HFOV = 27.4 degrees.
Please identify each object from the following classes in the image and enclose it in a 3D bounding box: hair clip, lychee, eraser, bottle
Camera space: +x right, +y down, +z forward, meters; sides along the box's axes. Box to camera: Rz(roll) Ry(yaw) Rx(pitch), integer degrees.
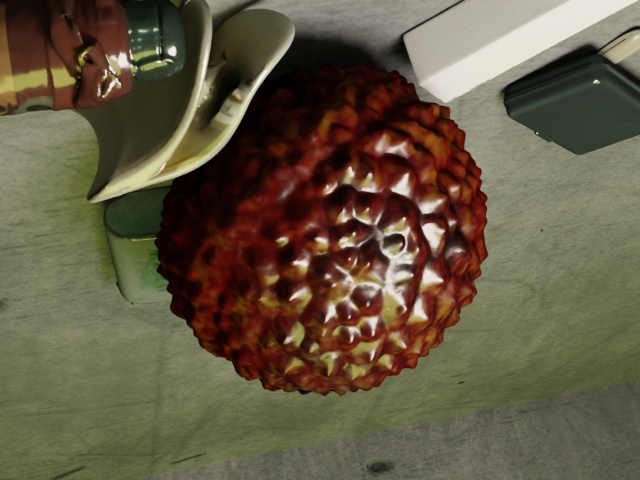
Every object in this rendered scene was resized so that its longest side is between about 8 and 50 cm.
[{"bbox_3d":[-0.160,-0.175,1.512,0.113,0.173,0.282,22,126,-40],"label":"hair clip"},{"bbox_3d":[0.000,0.000,1.662,0.424,0.425,0.500,-6,145,-18],"label":"lychee"},{"bbox_3d":[0.251,-0.276,1.599,0.298,0.078,0.076,-27,153,24],"label":"eraser"},{"bbox_3d":[-0.225,0.009,1.937,0.174,0.081,0.227,-11,156,-8],"label":"eraser"},{"bbox_3d":[-0.276,-0.199,1.376,0.271,0.156,0.143,-8,148,-5],"label":"bottle"}]

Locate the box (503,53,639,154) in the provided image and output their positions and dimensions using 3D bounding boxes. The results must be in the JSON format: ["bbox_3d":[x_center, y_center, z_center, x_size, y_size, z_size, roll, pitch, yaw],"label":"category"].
[{"bbox_3d":[0.380,-0.190,1.866,0.160,0.050,0.230,-20,157,33],"label":"box"}]

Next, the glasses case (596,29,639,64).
[{"bbox_3d":[0.409,-0.261,1.788,0.032,0.021,0.083,11,147,-42],"label":"glasses case"}]
